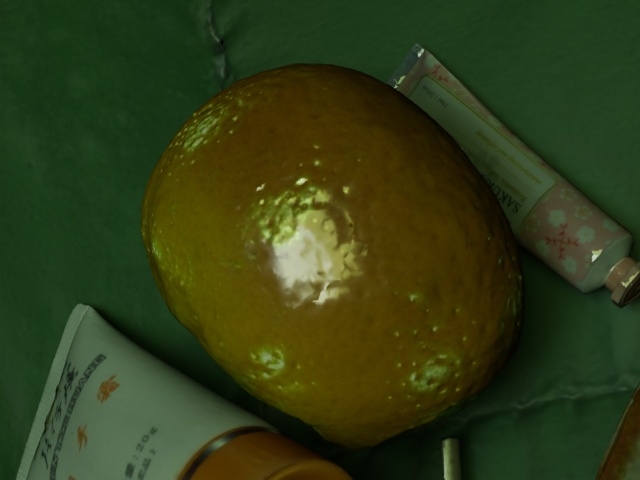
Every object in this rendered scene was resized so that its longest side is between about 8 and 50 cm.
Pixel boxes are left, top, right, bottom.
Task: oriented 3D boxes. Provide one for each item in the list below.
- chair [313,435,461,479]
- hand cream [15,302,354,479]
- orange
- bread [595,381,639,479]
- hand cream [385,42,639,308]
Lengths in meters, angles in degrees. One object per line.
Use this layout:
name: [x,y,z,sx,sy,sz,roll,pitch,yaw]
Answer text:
chair: [0.043,0.222,0.650,0.095,0.104,0.221,-6,74,2]
hand cream: [-0.095,0.120,0.680,0.314,0.089,0.139,6,78,56]
orange: [-0.003,-0.005,0.654,0.179,0.158,0.237,-36,53,-8]
bread: [0.182,0.159,0.558,0.111,0.184,0.234,25,87,26]
hand cream: [0.109,-0.038,0.704,0.210,0.043,0.067,42,102,28]
